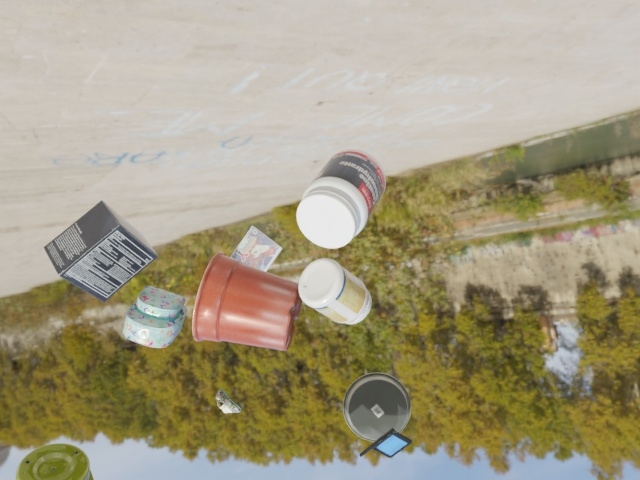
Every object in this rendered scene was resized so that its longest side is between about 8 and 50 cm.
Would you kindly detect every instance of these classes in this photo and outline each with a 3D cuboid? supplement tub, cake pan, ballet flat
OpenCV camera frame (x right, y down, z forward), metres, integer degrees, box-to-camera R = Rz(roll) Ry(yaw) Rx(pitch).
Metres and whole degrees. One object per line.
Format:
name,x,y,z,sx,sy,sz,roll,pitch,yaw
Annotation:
supplement tub,0.061,-0.121,1.628,0.191,0.191,0.272,-11,-152,31
cake pan,0.242,0.714,2.464,0.293,0.293,0.054,-9,177,0
ballet flat,-0.246,0.432,1.525,0.041,0.041,0.114,-7,-164,-32
supplement tub,0.045,0.150,1.652,0.144,0.144,0.199,-11,149,31

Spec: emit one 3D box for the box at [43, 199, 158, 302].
box,-0.871,0.047,2.324,0.294,0.183,0.296,-40,149,-5

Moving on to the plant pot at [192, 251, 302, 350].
plant pot,-0.200,0.195,1.702,0.264,0.273,0.272,14,178,5

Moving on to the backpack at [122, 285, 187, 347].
backpack,-0.668,0.312,2.339,0.225,0.191,0.253,19,-155,-1

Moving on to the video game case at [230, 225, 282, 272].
video game case,-0.300,0.065,2.649,0.183,0.201,0.023,36,-178,17

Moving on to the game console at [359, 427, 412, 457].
game console,0.196,0.627,1.750,0.107,0.071,0.122,-17,152,-50

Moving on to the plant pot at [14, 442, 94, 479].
plant pot,-0.969,0.949,2.103,0.366,0.353,0.366,11,-156,-5
